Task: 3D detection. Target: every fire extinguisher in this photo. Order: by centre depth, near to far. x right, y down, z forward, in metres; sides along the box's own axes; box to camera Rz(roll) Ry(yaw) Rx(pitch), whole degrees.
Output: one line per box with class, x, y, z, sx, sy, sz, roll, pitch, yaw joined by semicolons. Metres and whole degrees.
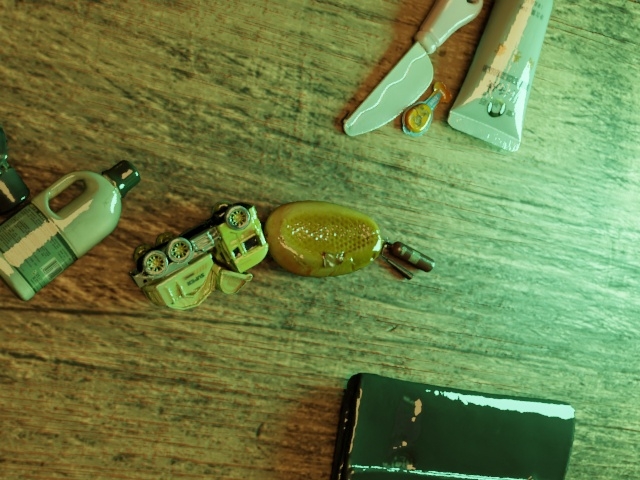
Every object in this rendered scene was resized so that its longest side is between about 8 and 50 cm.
fire extinguisher;0.128;0.030;1.337;0.100;0.032;0.046;26;112;-19

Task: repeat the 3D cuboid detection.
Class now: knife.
knife;0.152;-0.283;1.363;0.081;0.043;0.336;43;79;-24

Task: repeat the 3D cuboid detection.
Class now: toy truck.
toy truck;-0.163;0.031;1.182;0.191;0.085;0.116;-30;108;-18

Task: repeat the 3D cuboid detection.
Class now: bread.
bread;0.000;0.000;1.256;0.189;0.077;0.114;4;67;-28

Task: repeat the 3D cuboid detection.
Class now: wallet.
wallet;0.215;0.343;1.333;0.406;0.062;0.228;11;83;-22

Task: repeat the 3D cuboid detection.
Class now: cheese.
cheese;0.169;-0.210;1.368;0.111;0.017;0.047;-48;108;-18

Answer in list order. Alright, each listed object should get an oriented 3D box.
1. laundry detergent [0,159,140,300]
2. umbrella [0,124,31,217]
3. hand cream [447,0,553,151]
laundry detergent;-0.333;-0.027;1.121;0.225;0.070;0.099;-42;102;-18
umbrella;-0.469;-0.179;1.033;0.128;0.154;0.337;-25;98;19
hand cream;0.304;-0.313;1.400;0.139;0.089;0.314;16;89;-19
